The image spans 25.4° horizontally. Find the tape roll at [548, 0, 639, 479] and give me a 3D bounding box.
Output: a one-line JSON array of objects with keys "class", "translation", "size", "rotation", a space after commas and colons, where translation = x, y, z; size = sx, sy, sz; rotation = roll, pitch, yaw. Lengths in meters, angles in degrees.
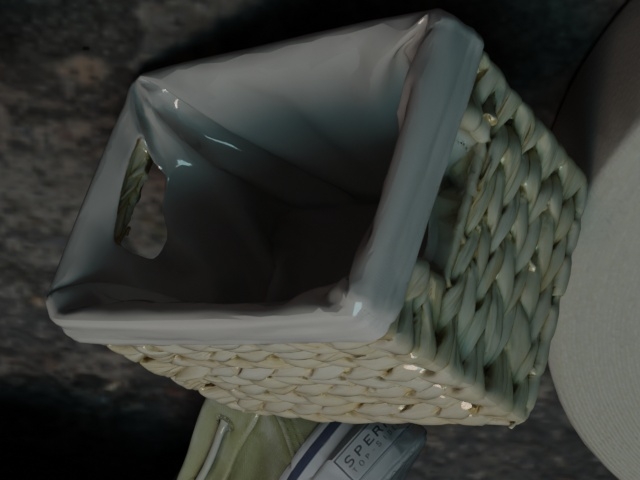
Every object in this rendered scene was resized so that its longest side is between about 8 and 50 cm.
[{"class": "tape roll", "translation": [0.281, 0.003, 0.564], "size": [0.392, 0.072, 0.392], "rotation": [2, 137, 2]}]

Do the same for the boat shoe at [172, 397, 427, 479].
[{"class": "boat shoe", "translation": [-0.036, 0.150, 0.733], "size": [0.094, 0.109, 0.302], "rotation": [42, 137, 14]}]

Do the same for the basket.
[{"class": "basket", "translation": [0.000, 0.000, 0.514], "size": [0.167, 0.113, 0.103], "rotation": [-3, 150, 44]}]
